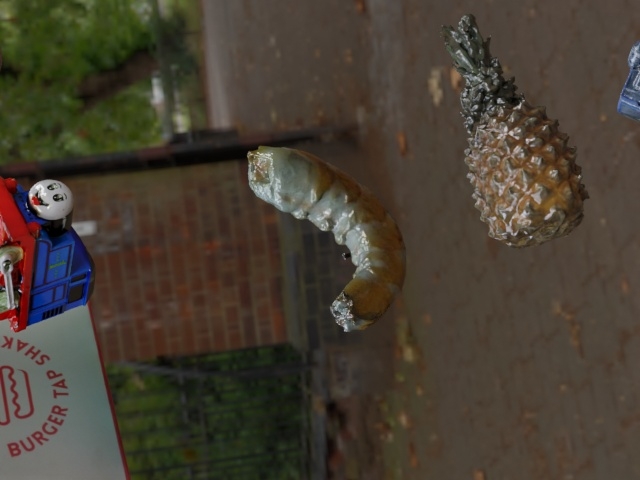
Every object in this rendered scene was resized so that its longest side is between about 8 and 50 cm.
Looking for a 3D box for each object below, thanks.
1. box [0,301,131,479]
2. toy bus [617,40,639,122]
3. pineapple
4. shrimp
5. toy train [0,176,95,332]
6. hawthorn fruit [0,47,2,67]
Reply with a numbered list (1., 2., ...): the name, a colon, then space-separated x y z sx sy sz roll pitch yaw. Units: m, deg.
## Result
1. box: -0.443 0.286 1.631 0.300 0.312 0.314 112 147 -44
2. toy bus: 0.414 -0.238 1.447 0.237 0.079 0.094 -65 -19 -11
3. pineapple: 0.270 -0.167 1.845 0.175 0.175 0.361 101 153 -71
4. shrimp: 0.000 0.000 1.057 0.049 0.161 0.166 -49 23 41
5. toy train: -0.308 0.009 1.343 0.083 0.131 0.204 58 151 23
6. hawthorn fruit: -0.405 -0.215 1.356 0.125 0.125 0.140 98 160 -68
